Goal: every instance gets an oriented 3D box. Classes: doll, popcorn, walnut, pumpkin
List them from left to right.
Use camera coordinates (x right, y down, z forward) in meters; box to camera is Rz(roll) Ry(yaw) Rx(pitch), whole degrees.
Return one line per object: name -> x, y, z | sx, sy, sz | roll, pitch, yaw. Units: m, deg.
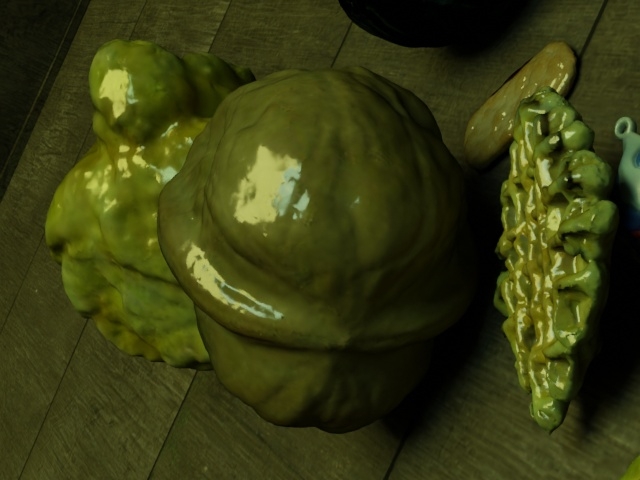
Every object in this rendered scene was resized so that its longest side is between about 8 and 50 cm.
popcorn -> -0.142, -0.023, 1.398 | 0.334, 0.292, 0.293 | -61, 29, 23
walnut -> -0.001, 0.002, 1.121 | 0.282, 0.253, 0.277 | -53, 26, 26
pumpkin -> 0.078, -0.309, 1.257 | 0.248, 0.248, 0.248 | -45, 31, 38
doll -> 0.235, -0.012, 0.880 | 0.096, 0.070, 0.195 | -50, 39, 32

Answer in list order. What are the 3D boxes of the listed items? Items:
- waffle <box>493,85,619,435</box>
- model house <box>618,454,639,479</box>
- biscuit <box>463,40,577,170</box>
waffle -> 0.167, 0.000, 0.950 | 0.223, 0.054, 0.204 | -98, 8, -62
model house -> 0.197, 0.202, 0.580 | 0.237, 0.215, 0.303 | -49, 23, 12
biscuit -> 0.171, -0.117, 1.164 | 0.147, 0.018, 0.071 | -43, 35, 39
